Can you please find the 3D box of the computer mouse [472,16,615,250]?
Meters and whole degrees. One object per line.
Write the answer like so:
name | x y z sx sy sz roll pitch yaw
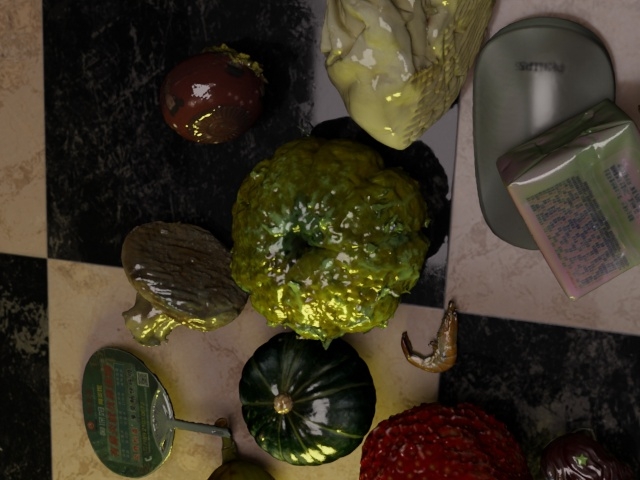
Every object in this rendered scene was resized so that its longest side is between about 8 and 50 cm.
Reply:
computer mouse | 0.308 -0.144 1.661 0.197 0.095 0.331 2 105 20

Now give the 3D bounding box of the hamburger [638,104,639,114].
hamburger | 0.483 -0.217 1.553 0.113 0.185 0.177 21 71 6

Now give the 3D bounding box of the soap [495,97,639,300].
soap | 0.356 -0.055 1.572 0.182 0.138 0.199 -30 111 9

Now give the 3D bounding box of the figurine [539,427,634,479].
figurine | 0.406 0.395 1.761 0.174 0.116 0.240 -25 97 21

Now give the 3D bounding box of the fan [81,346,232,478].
fan | -0.294 0.267 1.956 0.294 0.012 0.223 -29 85 33

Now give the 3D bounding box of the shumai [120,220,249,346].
shumai | -0.225 0.075 1.860 0.209 0.161 0.153 22 134 -13

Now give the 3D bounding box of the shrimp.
shrimp | 0.170 0.142 1.811 0.091 0.025 0.127 19 112 12

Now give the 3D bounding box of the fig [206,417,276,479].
fig | -0.140 0.413 1.926 0.142 0.148 0.186 -39 49 14

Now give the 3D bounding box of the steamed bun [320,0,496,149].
steamed bun | 0.102 -0.306 1.596 0.203 0.276 0.289 27 135 20

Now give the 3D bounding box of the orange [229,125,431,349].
orange | 0.000 0.000 1.715 0.300 0.223 0.301 38 107 8

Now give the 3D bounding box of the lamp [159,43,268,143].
lamp | -0.160 -0.219 1.758 0.157 0.156 0.135 -10 60 -12

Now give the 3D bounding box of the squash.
squash | -0.020 0.237 1.813 0.218 0.172 0.218 7 107 26

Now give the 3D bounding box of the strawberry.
strawberry | 0.193 0.372 1.738 0.261 0.258 0.261 -2 129 -3
